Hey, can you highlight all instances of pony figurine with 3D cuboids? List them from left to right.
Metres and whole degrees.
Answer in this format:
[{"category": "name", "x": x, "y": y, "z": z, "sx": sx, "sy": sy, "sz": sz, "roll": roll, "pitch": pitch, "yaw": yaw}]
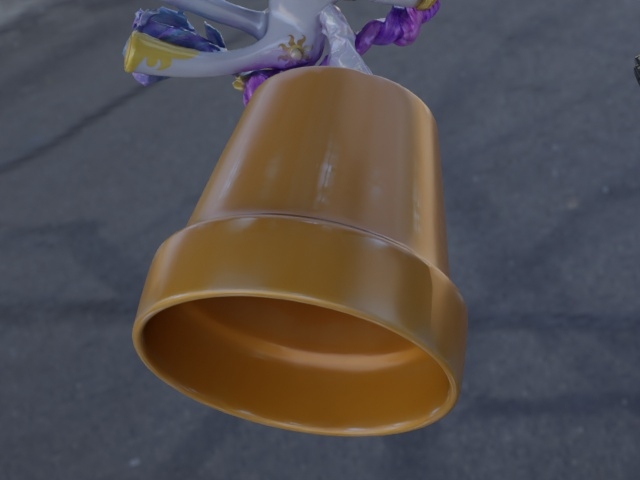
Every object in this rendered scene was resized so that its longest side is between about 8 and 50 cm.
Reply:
[{"category": "pony figurine", "x": -0.023, "y": -0.224, "z": 1.753, "sx": 0.364, "sy": 0.351, "sz": 0.303, "roll": 10, "pitch": 26, "yaw": -17}]

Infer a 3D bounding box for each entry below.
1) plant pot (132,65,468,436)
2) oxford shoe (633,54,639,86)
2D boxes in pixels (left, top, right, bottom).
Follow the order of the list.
[{"category": "plant pot", "x": 0.000, "y": 0.000, "z": 1.039, "sx": 0.205, "sy": 0.205, "sz": 0.188, "roll": -3, "pitch": 59, "yaw": 24}, {"category": "oxford shoe", "x": 0.284, "y": -0.054, "z": 0.973, "sx": 0.096, "sy": 0.227, "sz": 0.083, "roll": -50, "pitch": 15, "yaw": 11}]
